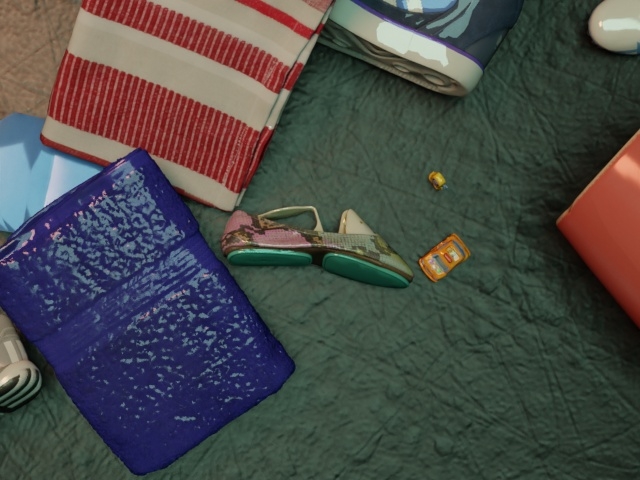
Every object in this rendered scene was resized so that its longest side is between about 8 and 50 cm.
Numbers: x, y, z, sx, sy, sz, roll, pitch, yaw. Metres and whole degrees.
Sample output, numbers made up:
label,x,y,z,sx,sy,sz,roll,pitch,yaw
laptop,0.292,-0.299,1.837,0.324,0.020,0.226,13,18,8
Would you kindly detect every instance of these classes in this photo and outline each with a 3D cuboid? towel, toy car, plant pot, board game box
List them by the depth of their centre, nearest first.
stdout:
label,x,y,z,sx,sy,sz,roll,pitch,yaw
towel,-0.138,-0.197,1.111,0.237,0.037,0.329,21,119,-13
plant pot,0.408,-0.010,1.140,0.243,0.275,0.275,43,86,9
towel,-0.198,0.081,1.166,0.228,0.076,0.308,-34,99,3
board game box,-0.305,-0.068,1.198,0.169,0.033,0.133,9,83,-9
toy car,0.132,-0.016,1.220,0.060,0.040,0.122,-20,90,-4

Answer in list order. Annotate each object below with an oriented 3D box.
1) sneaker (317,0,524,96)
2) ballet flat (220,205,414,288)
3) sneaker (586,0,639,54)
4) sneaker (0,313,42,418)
label,x,y,z,sx,sy,sz,roll,pitch,yaw
sneaker,0.079,-0.326,1.186,0.323,0.130,0.236,25,85,-3
ballet flat,0.000,0.000,1.201,0.222,0.077,0.079,8,68,-3
sneaker,0.428,-0.262,1.229,0.237,0.086,0.085,-5,90,-3
sneaker,-0.416,0.156,1.167,0.229,0.086,0.132,-30,66,7
